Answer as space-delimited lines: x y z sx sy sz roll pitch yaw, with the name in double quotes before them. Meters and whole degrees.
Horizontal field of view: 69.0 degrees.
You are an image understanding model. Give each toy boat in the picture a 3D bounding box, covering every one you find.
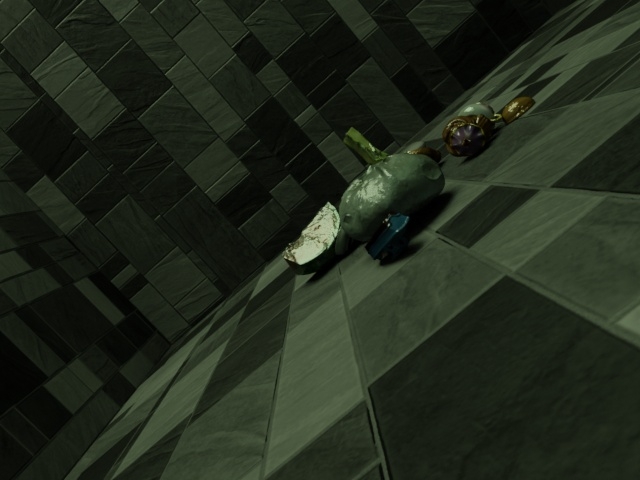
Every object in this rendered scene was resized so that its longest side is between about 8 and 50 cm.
"toy boat" 0.187 0.002 1.252 0.100 0.097 0.223 -48 -7 -26

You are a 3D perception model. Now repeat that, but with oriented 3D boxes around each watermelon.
"watermelon" 0.000 0.000 1.849 0.305 0.180 0.224 -52 4 -19

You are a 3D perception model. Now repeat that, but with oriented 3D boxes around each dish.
"dish" 0.115 -0.004 1.760 0.141 0.078 0.141 15 -90 -75

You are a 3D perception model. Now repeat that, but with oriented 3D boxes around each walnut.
"walnut" 0.670 -0.455 1.597 0.121 0.052 0.091 -42 10 13

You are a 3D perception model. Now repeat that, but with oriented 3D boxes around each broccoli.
"broccoli" 0.256 -0.373 2.177 0.221 0.361 0.252 -48 -31 0

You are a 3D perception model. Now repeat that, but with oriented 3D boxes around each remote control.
"remote control" 0.406 -0.391 2.400 0.332 0.103 0.221 -38 2 24

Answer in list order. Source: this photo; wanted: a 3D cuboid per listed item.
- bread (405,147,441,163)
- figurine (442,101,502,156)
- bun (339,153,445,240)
"bread" 0.398 -0.314 1.891 0.193 0.063 0.193 -13 -17 -4
"figurine" 0.522 -0.385 1.618 0.190 0.142 0.263 -14 25 44
"bun" 0.209 -0.144 1.423 0.355 0.194 0.354 -34 -5 -3
